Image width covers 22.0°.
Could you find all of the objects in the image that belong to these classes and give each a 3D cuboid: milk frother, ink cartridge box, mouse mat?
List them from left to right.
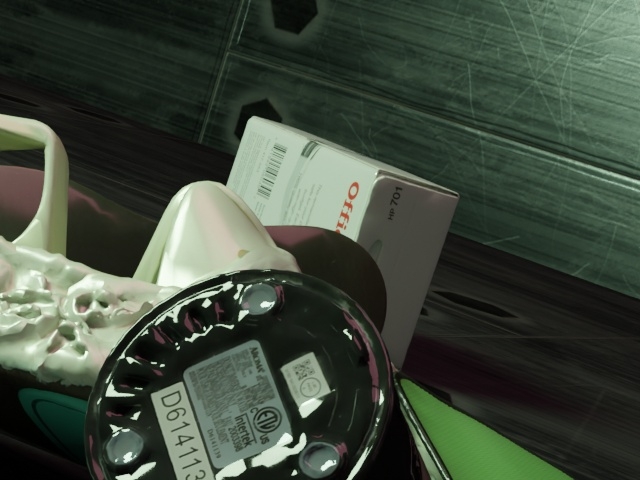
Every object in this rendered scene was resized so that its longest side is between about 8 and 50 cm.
[{"bbox_3d":[-0.034,0.101,0.467,0.143,0.129,0.135,-10,-37,11],"label":"milk frother"},{"bbox_3d":[0.000,0.000,1.210,0.082,0.140,0.190,15,7,-35],"label":"ink cartridge box"},{"bbox_3d":[0.109,0.125,0.575,0.189,0.007,0.153,32,16,-32],"label":"mouse mat"}]

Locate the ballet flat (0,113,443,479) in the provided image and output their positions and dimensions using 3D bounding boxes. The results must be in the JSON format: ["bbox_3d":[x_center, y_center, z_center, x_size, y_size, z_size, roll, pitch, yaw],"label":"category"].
[{"bbox_3d":[-0.104,0.021,0.644,0.408,0.147,0.147,17,6,8],"label":"ballet flat"}]

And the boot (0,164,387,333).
[{"bbox_3d":[-0.125,0.036,0.900,0.305,0.112,0.115,10,-22,-23],"label":"boot"}]
